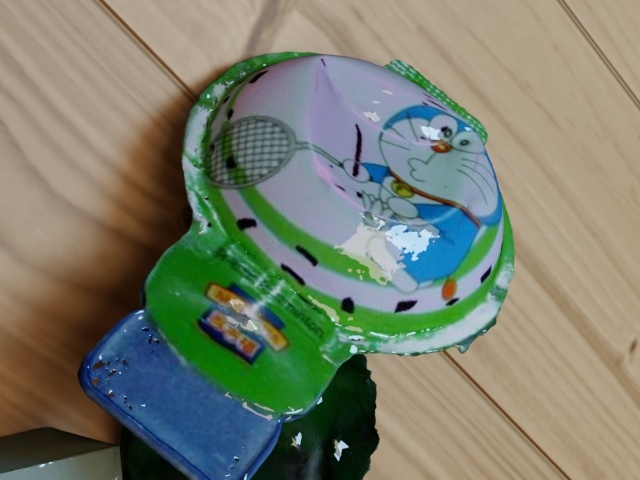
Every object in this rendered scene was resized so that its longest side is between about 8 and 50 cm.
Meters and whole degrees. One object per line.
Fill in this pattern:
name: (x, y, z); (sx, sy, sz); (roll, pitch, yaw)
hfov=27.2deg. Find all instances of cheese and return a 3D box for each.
cheese: (0.000, 0.000, 0.696); (0.204, 0.083, 0.320); (39, 46, 1)

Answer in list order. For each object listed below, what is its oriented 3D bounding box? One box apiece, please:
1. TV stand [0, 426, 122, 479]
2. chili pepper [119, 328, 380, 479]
TV stand: (-0.143, 0.236, 0.649); (0.088, 0.083, 0.269); (-8, 95, -38)
chili pepper: (-0.037, 0.159, 0.701); (0.148, 0.116, 0.264); (13, 83, -31)
